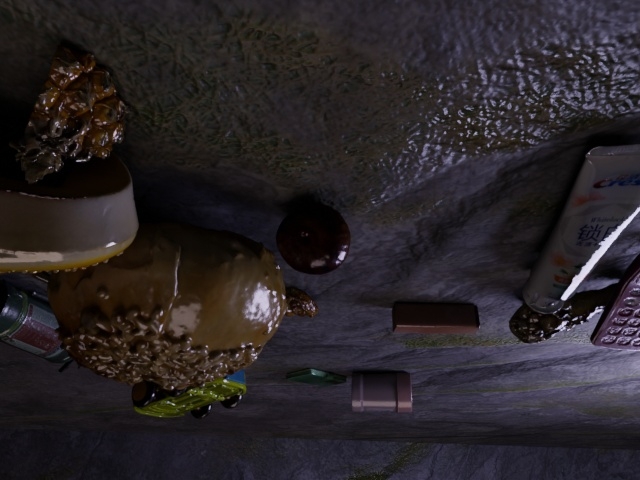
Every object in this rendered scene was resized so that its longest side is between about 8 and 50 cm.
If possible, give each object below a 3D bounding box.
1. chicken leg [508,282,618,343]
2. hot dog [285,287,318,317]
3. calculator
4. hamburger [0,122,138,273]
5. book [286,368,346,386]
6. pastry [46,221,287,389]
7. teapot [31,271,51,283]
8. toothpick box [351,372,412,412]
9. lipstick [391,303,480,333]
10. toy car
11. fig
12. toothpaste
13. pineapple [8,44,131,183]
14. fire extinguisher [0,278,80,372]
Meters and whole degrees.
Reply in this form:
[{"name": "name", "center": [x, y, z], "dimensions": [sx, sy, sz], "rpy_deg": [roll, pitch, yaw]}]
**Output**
[{"name": "chicken leg", "center": [0.393, 0.103, 0.846], "dimensions": [0.125, 0.080, 0.196], "rpy_deg": [13, 144, -43]}, {"name": "hot dog", "center": [-0.035, 0.109, 0.902], "dimensions": [0.058, 0.035, 0.083], "rpy_deg": [-3, 152, 15]}, {"name": "calculator", "center": [0.475, 0.082, 0.767], "dimensions": [0.126, 0.034, 0.191], "rpy_deg": [5, 123, -11]}, {"name": "hamburger", "center": [-0.279, -0.035, 0.502], "dimensions": [0.210, 0.173, 0.116], "rpy_deg": [7, 123, -17]}, {"name": "book", "center": [-0.007, 0.364, 1.415], "dimensions": [0.135, 0.017, 0.103], "rpy_deg": [24, 145, -38]}, {"name": "pastry", "center": [-0.185, 0.095, 0.682], "dimensions": [0.284, 0.184, 0.316], "rpy_deg": [-2, 163, 4]}, {"name": "teapot", "center": [-0.390, 0.070, 0.838], "dimensions": [0.110, 0.085, 0.080], "rpy_deg": [35, 171, -4]}, {"name": "toothpick box", "center": [0.155, 0.386, 1.363], "dimensions": [0.148, 0.098, 0.098], "rpy_deg": [-1, 153, 6]}, {"name": "lipstick", "center": [0.200, 0.137, 0.938], "dimensions": [0.145, 0.045, 0.045], "rpy_deg": [1, 155, -2]}, {"name": "toy car", "center": [-0.278, 0.286, 1.140], "dimensions": [0.247, 0.142, 0.200], "rpy_deg": [-21, 147, 19]}, {"name": "fig", "center": [0.000, 0.000, 0.661], "dimensions": [0.088, 0.089, 0.125], "rpy_deg": [-7, 177, 14]}, {"name": "toothpaste", "center": [0.318, -0.006, 0.648], "dimensions": [0.100, 0.066, 0.323], "rpy_deg": [-1, 147, 3]}, {"name": "pineapple", "center": [-0.225, -0.098, 0.453], "dimensions": [0.077, 0.114, 0.114], "rpy_deg": [18, 149, 8]}, {"name": "fire extinguisher", "center": [-0.496, 0.162, 0.964], "dimensions": [0.093, 0.118, 0.294], "rpy_deg": [29, 163, 26]}]
